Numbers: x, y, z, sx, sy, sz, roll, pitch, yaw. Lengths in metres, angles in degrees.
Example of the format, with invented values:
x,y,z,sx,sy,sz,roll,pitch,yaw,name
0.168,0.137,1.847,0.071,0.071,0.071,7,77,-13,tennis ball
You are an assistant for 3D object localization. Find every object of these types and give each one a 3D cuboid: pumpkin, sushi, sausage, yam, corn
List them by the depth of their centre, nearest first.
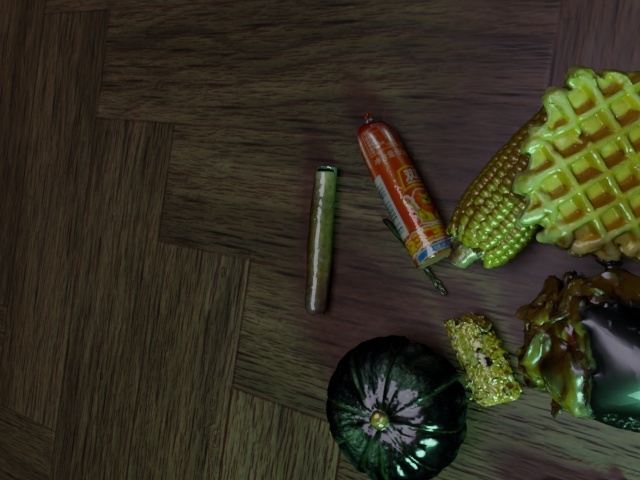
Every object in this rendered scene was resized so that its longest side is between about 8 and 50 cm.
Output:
x,y,z,sx,sy,sz,roll,pitch,yaw,name
0.354,0.133,0.778,0.204,0.213,0.200,0,65,18,sushi
0.291,-0.090,0.859,0.119,0.119,0.322,40,102,26,corn
0.114,0.253,0.925,0.220,0.162,0.221,0,90,26,pumpkin
0.127,-0.088,0.983,0.074,0.074,0.274,-33,71,26,sausage
0.000,0.000,1.070,0.046,0.046,0.264,5,90,31,yam

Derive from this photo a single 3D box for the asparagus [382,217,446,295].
x,y,z,sx,sy,sz,roll,pitch,yaw,name
0.152,0.024,0.996,0.013,0.016,0.166,-33,67,-10,asparagus

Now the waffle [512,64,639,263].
x,y,z,sx,sy,sz,roll,pitch,yaw,name
0.379,-0.088,0.775,0.261,0.056,0.250,9,101,-6,waffle

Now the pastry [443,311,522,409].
x,y,z,sx,sy,sz,roll,pitch,yaw,name
0.241,0.175,0.913,0.080,0.056,0.140,-21,79,19,pastry
